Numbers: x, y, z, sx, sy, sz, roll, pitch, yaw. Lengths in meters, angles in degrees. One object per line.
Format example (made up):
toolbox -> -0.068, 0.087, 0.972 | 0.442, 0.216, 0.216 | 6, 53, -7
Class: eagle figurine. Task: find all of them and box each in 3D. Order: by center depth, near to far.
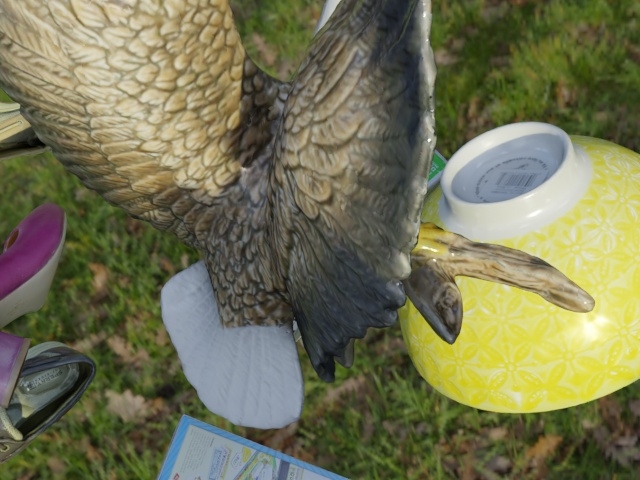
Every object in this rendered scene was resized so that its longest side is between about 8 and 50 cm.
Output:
eagle figurine -> -0.021, -0.047, 0.502 | 0.226, 0.298, 0.225 | -14, 71, 18

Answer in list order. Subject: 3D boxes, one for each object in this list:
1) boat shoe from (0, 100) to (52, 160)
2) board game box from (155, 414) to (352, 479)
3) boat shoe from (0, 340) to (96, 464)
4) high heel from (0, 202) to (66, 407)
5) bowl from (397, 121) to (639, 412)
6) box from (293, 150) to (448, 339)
boat shoe -> -0.232, -0.087, 0.903 | 0.153, 0.056, 0.048 | -11, 57, -51
board game box -> -0.053, 0.182, 0.583 | 0.103, 0.026, 0.154 | 23, 62, -5
boat shoe -> -0.306, 0.167, 1.045 | 0.223, 0.080, 0.073 | -37, 16, -35
high heel -> -0.272, 0.033, 0.870 | 0.117, 0.082, 0.244 | 18, 37, -11
bowl -> 0.184, -0.008, 0.978 | 0.289, 0.156, 0.289 | -18, 35, 13
box -> 0.000, 0.000, 1.295 | 0.127, 0.262, 0.231 | 46, 60, 8
